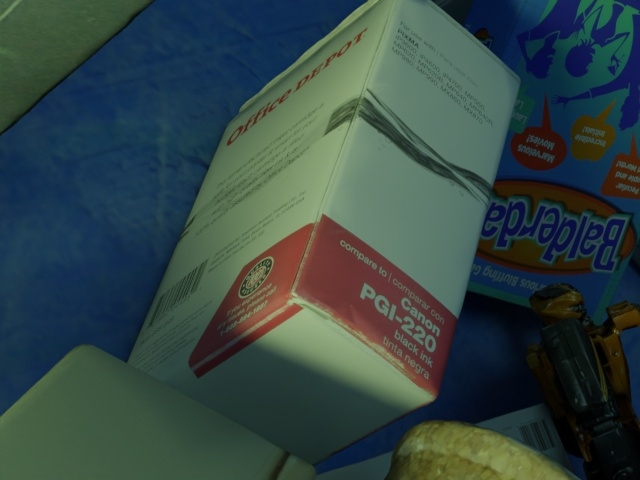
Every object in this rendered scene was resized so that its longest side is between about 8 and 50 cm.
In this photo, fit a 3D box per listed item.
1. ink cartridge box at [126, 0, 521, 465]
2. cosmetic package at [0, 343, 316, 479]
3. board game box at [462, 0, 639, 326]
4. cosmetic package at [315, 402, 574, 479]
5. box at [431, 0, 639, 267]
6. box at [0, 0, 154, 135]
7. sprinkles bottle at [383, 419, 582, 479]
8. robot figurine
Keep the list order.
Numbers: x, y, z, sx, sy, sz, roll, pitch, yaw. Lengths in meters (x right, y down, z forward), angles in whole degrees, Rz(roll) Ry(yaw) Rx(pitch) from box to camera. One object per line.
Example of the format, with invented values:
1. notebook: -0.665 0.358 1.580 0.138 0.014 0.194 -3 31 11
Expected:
1. ink cartridge box: 0.000 0.000 0.843 0.092 0.158 0.218 35 47 -20
2. cosmetic package: -0.116 0.171 0.549 0.113 0.160 0.309 28 24 4
3. board game box: 0.137 -0.065 0.994 0.160 0.210 0.047 15 13 -36
4. cosmetic package: 0.014 0.142 0.817 0.239 0.099 0.060 -10 76 -45
5. box: 0.201 -0.089 1.121 0.275 0.113 0.094 48 42 -12
6. box: -0.266 -0.231 0.500 0.472 0.480 0.297 15 57 -36
7. sprinkles bottle: -0.006 0.237 0.644 0.121 0.121 0.355 43 64 -15
8. robot figurine: 0.194 0.153 0.936 0.211 0.085 0.291 -9 76 -83
